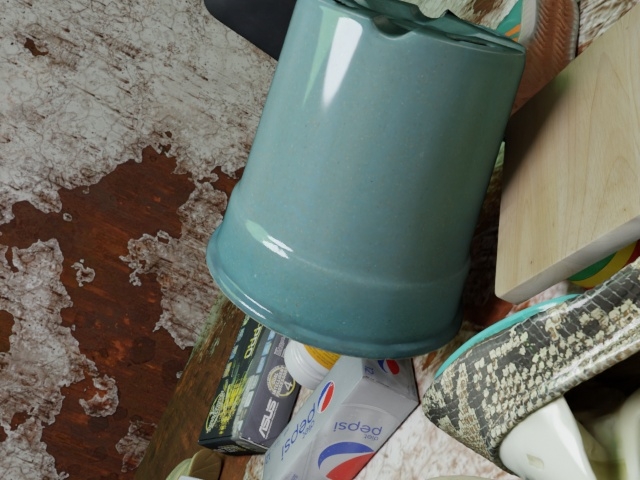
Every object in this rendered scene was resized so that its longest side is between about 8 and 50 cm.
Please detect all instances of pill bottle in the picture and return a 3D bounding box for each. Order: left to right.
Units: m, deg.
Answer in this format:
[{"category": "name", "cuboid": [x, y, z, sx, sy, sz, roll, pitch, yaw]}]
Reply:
[{"category": "pill bottle", "cuboid": [0.043, 0.128, 0.978, 0.246, 0.136, 0.136, -52, 19, 37]}]

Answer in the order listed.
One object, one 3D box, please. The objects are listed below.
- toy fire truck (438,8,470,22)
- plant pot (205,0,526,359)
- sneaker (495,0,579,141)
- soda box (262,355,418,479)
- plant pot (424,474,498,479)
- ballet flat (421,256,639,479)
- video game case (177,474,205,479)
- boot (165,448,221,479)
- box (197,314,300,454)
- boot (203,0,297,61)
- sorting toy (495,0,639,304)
[{"category": "toy fire truck", "cuboid": [0.195, -0.244, 1.137, 0.246, 0.158, 0.217, -59, 12, -26]}, {"category": "plant pot", "cuboid": [0.060, -0.099, 0.751, 0.341, 0.341, 0.334, -93, 16, -62]}, {"category": "sneaker", "cuboid": [0.275, -0.231, 0.883, 0.121, 0.108, 0.302, -42, 18, 56]}, {"category": "soda box", "cuboid": [0.020, 0.273, 0.903, 0.286, 0.091, 0.098, -56, 15, 25]}, {"category": "plant pot", "cuboid": [0.088, 0.299, 0.379, 0.256, 0.256, 0.274, -47, 13, 47]}, {"category": "ballet flat", "cuboid": [0.235, 0.080, 0.398, 0.483, 0.164, 0.182, -47, 31, 38]}, {"category": "video game case", "cuboid": [-0.140, 0.462, 0.801, 0.329, 0.036, 0.300, -4, 39, 36]}, {"category": "boot", "cuboid": [-0.334, 0.629, 1.493, 0.203, 0.095, 0.262, -41, 25, 55]}, {"category": "box", "cuboid": [-0.122, 0.265, 1.393, 0.318, 0.097, 0.395, -32, 34, 58]}, {"category": "boot", "cuboid": [-0.026, -0.189, 1.042, 0.146, 0.367, 0.445, -5, 82, 59]}, {"category": "sorting toy", "cuboid": [0.288, -0.083, 0.597, 0.255, 0.089, 0.257, -45, 24, 51]}]
